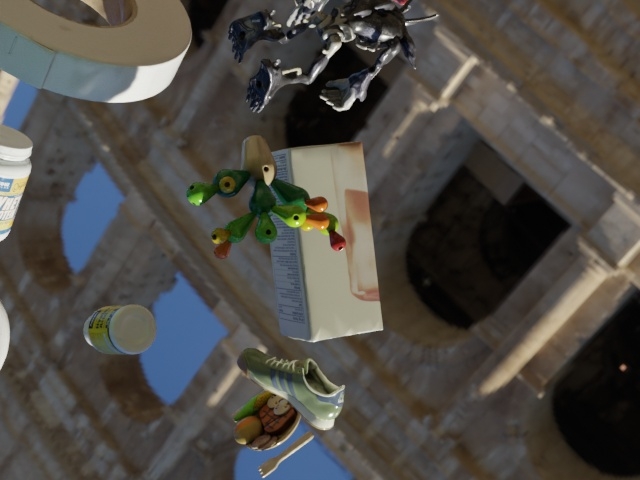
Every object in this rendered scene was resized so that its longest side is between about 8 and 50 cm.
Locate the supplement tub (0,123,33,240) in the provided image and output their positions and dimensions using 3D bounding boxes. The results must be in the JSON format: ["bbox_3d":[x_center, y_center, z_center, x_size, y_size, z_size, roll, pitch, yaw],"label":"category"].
[{"bbox_3d":[-0.634,-0.112,2.095,0.144,0.199,0.144,21,-162,-7],"label":"supplement tub"}]

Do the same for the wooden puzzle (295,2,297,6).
[{"bbox_3d":[-0.026,-0.460,1.509,0.044,0.221,0.238,4,-111,10],"label":"wooden puzzle"}]

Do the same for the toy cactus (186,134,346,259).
[{"bbox_3d":[-0.077,-0.058,1.462,0.219,0.112,0.180,6,-132,-18],"label":"toy cactus"}]

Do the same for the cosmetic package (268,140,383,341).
[{"bbox_3d":[0.000,0.000,1.736,0.129,0.296,0.153,-7,-176,-22],"label":"cosmetic package"}]

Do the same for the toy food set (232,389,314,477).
[{"bbox_3d":[-0.092,0.312,1.923,0.038,0.132,0.192,53,178,-32],"label":"toy food set"}]

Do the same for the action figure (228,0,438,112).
[{"bbox_3d":[0.014,-0.262,1.444,0.276,0.141,0.164,-20,-98,-29],"label":"action figure"}]

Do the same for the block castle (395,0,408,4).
[{"bbox_3d":[0.203,-0.620,1.920,0.213,0.453,0.303,-29,-84,-23],"label":"block castle"}]

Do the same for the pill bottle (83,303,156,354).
[{"bbox_3d":[-0.267,0.117,1.452,0.065,0.116,0.065,4,-97,-34],"label":"pill bottle"}]

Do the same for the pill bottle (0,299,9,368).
[{"bbox_3d":[-0.621,0.099,1.695,0.224,0.224,0.392,19,-177,-28],"label":"pill bottle"}]

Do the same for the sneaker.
[{"bbox_3d":[-0.040,0.215,1.781,0.192,0.086,0.064,36,-150,14],"label":"sneaker"}]

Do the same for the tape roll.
[{"bbox_3d":[-0.378,-0.349,1.626,0.392,0.072,0.392,23,-145,-17],"label":"tape roll"}]
